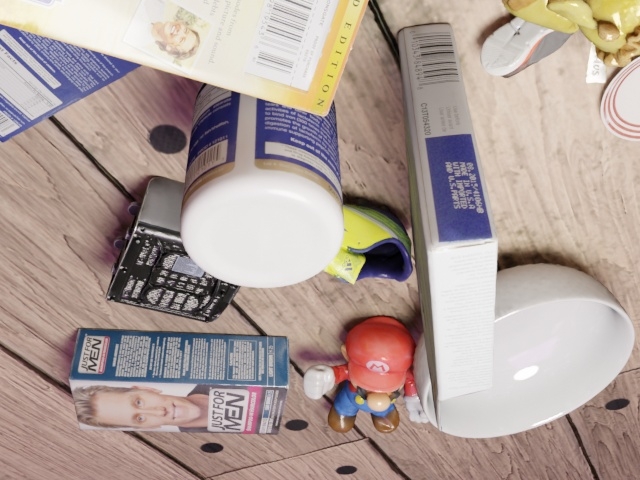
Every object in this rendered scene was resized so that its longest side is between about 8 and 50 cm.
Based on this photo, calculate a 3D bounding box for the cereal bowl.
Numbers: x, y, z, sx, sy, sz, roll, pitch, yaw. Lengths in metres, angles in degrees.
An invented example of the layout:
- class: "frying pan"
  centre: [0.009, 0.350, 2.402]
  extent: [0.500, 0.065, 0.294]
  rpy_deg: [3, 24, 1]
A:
- class: "cereal bowl"
  centre: [0.297, 0.155, 1.133]
  extent: [0.339, 0.141, 0.339]
  rpy_deg: [-8, 136, -8]

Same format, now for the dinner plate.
- class: "dinner plate"
  centre: [0.406, -0.177, 0.875]
  extent: [0.141, 0.017, 0.141]
  rpy_deg: [-2, 139, -2]

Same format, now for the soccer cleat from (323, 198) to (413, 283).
- class: "soccer cleat"
  centre: [0.001, -0.001, 0.929]
  extent: [0.289, 0.121, 0.093]
  rpy_deg: [6, 137, -33]

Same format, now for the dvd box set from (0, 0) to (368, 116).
- class: "dvd box set"
  centre: [-0.127, -0.285, 0.516]
  extent: [0.420, 0.062, 0.307]
  rpy_deg: [9, 109, -34]

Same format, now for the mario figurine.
- class: "mario figurine"
  centre: [0.084, 0.263, 1.231]
  extent: [0.198, 0.170, 0.320]
  rpy_deg: [-31, 153, -21]

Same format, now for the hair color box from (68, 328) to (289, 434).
- class: "hair color box"
  centre: [-0.233, 0.244, 1.243]
  extent: [0.347, 0.105, 0.174]
  rpy_deg: [4, 138, -7]

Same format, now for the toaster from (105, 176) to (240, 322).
- class: "toaster"
  centre: [-0.180, 0.019, 0.987]
  extent: [0.186, 0.110, 0.168]
  rpy_deg: [15, 136, -20]

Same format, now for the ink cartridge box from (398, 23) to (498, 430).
- class: "ink cartridge box"
  centre: [0.139, -0.010, 0.813]
  extent: [0.071, 0.324, 0.330]
  rpy_deg: [-7, 139, 6]

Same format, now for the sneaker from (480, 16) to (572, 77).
- class: "sneaker"
  centre: [0.245, -0.233, 0.786]
  extent: [0.158, 0.061, 0.065]
  rpy_deg: [-33, 161, 23]

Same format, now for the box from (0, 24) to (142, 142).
- class: "box"
  centre: [-0.308, -0.201, 0.783]
  extent: [0.225, 0.036, 0.136]
  rpy_deg: [-21, 136, 21]

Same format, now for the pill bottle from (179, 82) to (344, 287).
- class: "pill bottle"
  centre: [-0.057, -0.096, 0.749]
  extent: [0.153, 0.264, 0.153]
  rpy_deg: [-1, 139, -1]

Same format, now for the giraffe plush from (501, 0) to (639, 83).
- class: "giraffe plush"
  centre: [0.258, -0.226, 0.645]
  extent: [0.181, 0.170, 0.210]
  rpy_deg: [-14, 110, 14]
